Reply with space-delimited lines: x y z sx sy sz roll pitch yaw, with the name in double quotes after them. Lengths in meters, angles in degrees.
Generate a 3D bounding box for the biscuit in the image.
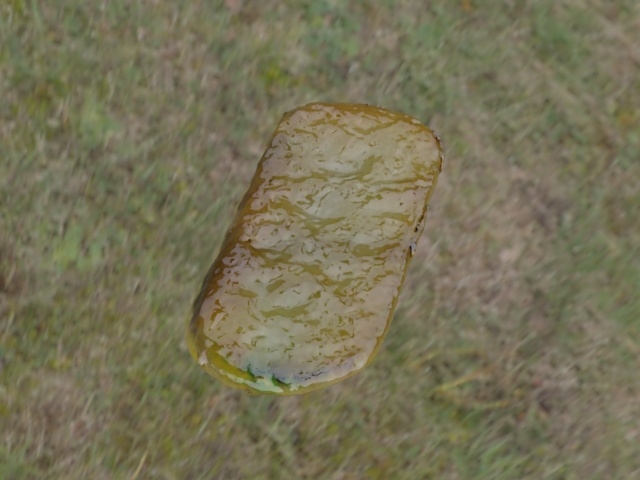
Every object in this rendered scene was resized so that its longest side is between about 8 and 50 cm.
0.000 0.000 1.079 0.118 0.029 0.247 10 46 13 "biscuit"
